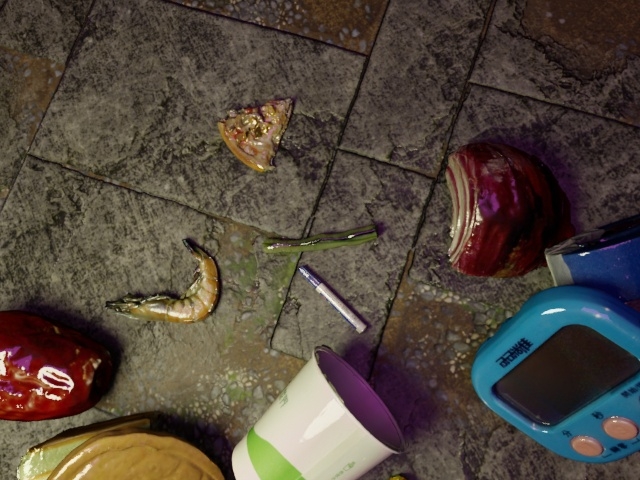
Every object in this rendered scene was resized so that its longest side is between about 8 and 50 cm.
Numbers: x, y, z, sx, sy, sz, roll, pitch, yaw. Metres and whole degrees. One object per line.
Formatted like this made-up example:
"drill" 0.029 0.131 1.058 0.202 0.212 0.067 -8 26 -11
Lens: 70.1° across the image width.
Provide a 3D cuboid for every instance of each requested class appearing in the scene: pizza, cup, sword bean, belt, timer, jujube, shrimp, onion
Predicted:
"pizza" -0.137 -0.274 1.093 0.195 0.052 0.185 -44 83 -3
"cup" -0.014 0.383 0.884 0.274 0.253 0.253 -44 79 4
"sword bean" -0.001 0.000 1.041 0.269 0.038 0.043 -7 86 5
"belt" 0.617 0.019 0.882 0.346 0.212 0.117 -20 92 -6
"timer" 0.470 0.246 0.836 0.309 0.340 0.115 33 41 9
"jujube" -0.620 0.268 0.975 0.317 0.223 0.223 11 82 3
"shrimp" -0.364 0.093 1.060 0.261 0.051 0.198 0 74 2
"onion" 0.411 -0.085 0.965 0.280 0.146 0.315 -3 76 1

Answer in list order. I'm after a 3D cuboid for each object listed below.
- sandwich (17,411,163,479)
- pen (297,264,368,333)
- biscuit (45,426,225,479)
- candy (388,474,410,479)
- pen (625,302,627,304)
"sandwich" -0.428 0.446 0.911 0.198 0.227 0.155 -12 80 4
"pen" 0.025 0.131 1.024 0.204 0.025 0.025 43 87 11
"biscuit" -0.353 0.541 0.854 0.365 0.062 0.385 -50 119 -11
"candy" 0.097 0.538 0.942 0.201 0.060 0.060 -23 79 8
"pen" 0.622 0.166 0.961 0.026 0.026 0.218 19 82 8
